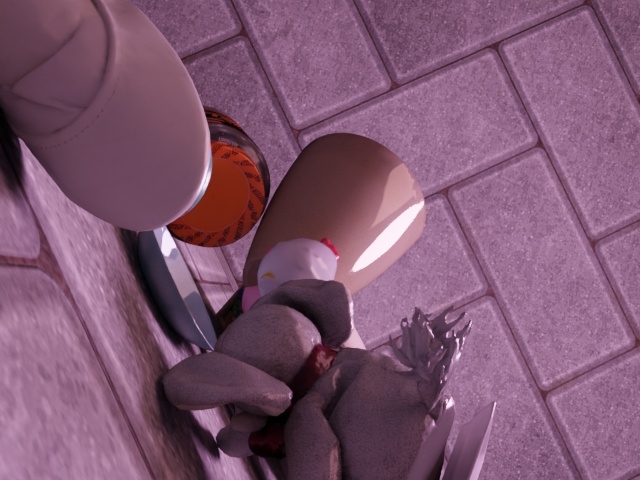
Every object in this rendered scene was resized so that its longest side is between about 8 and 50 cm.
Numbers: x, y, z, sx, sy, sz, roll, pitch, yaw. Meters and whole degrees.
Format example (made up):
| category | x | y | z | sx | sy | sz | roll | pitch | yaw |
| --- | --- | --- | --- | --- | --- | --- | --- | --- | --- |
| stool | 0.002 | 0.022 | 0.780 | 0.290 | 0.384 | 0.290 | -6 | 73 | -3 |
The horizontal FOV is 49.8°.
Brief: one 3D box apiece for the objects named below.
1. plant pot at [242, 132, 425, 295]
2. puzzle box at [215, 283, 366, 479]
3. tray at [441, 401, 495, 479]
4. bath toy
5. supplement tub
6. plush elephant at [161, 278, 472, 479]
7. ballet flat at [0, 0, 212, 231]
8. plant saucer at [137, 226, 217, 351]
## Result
| category | x | y | z | sx | sy | sz | roll | pitch | yaw |
| --- | --- | --- | --- | --- | --- | --- | --- | --- | --- |
| plant pot | 0.000 | 0.000 | 1.113 | 0.256 | 0.274 | 0.256 | 18 | -48 | 22 |
| puzzle box | -0.036 | 0.227 | 1.252 | 0.052 | 0.272 | 0.409 | 4 | 48 | -46 |
| tray | 0.125 | 0.308 | 0.719 | 0.030 | 0.270 | 0.145 | 17 | -35 | 21 |
| bath toy | -0.055 | 0.117 | 0.954 | 0.151 | 0.129 | 0.348 | 29 | -43 | 9 |
| supplement tub | -0.202 | -0.115 | 1.193 | 0.338 | 0.207 | 0.207 | -128 | -166 | -67 |
| plush elephant | -0.015 | 0.173 | 0.686 | 0.255 | 0.272 | 0.330 | 23 | -66 | 26 |
| ballet flat | -0.216 | -0.171 | 0.510 | 0.400 | 0.139 | 0.139 | 58 | -8 | 27 |
| plant saucer | -0.180 | 0.054 | 0.830 | 0.195 | 0.037 | 0.195 | 63 | -6 | 11 |
